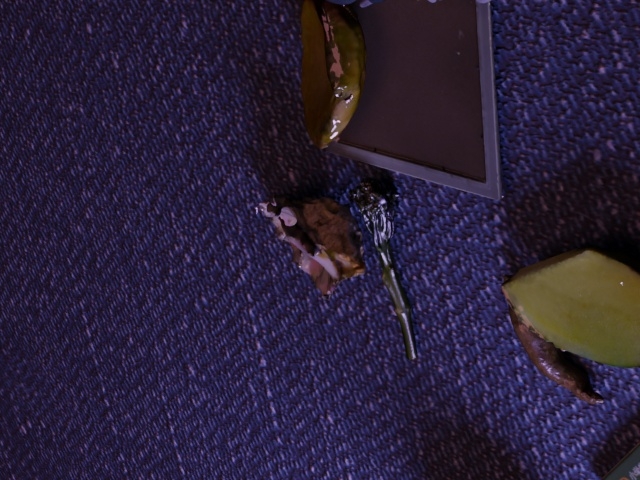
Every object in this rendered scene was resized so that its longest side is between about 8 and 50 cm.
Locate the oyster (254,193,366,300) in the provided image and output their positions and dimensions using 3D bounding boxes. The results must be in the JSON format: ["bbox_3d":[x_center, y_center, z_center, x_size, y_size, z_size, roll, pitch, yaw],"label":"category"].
[{"bbox_3d":[-0.005,-0.007,1.563,0.133,0.072,0.209,57,172,3],"label":"oyster"}]

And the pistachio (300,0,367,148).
[{"bbox_3d":[0.017,-0.166,1.429,0.089,0.049,0.173,-124,27,-47],"label":"pistachio"}]

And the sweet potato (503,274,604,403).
[{"bbox_3d":[0.216,0.100,1.428,0.153,0.038,0.041,55,151,1],"label":"sweet potato"}]

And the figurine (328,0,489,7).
[{"bbox_3d":[0.062,-0.258,1.250,0.265,0.140,0.193,55,168,44],"label":"figurine"}]

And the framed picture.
[{"bbox_3d":[0.076,-0.195,1.399,0.231,0.018,0.293,19,128,40],"label":"framed picture"}]

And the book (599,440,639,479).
[{"bbox_3d":[0.390,0.283,1.367,0.264,0.027,0.202,47,141,14],"label":"book"}]

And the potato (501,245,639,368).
[{"bbox_3d":[0.256,0.053,1.341,0.198,0.054,0.119,-4,113,52],"label":"potato"}]

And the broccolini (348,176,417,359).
[{"bbox_3d":[0.069,0.033,1.543,0.044,0.042,0.218,16,127,42],"label":"broccolini"}]
